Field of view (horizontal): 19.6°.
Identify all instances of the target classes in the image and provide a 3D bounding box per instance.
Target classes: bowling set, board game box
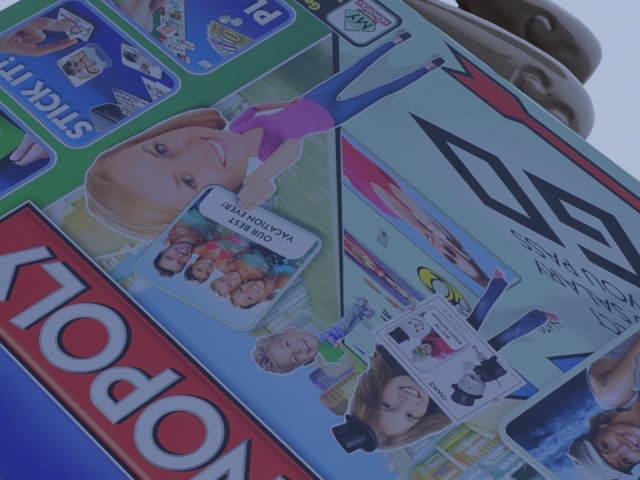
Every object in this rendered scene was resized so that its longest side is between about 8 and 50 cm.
[{"bbox_3d":[0.055,-0.090,0.985,0.154,0.287,0.200,36,-11,-7],"label":"bowling set"},{"bbox_3d":[-0.003,0.029,0.552,0.317,0.213,0.046,41,-31,28],"label":"board game box"}]
